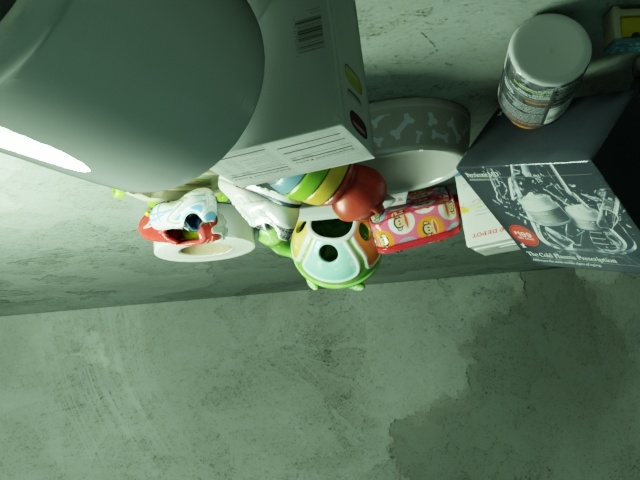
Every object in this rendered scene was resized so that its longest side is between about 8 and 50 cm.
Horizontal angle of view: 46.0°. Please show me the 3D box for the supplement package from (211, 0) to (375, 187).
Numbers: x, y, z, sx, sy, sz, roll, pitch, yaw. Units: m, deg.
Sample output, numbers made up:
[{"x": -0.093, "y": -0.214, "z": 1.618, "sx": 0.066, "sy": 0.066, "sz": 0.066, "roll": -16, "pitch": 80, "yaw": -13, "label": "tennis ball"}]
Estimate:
[{"x": -0.056, "y": -0.229, "z": 1.001, "sx": 0.204, "sy": 0.262, "sz": 0.145, "roll": -11, "pitch": 166, "yaw": 18, "label": "supplement package"}]

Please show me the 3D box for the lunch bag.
[{"x": 0.265, "y": -0.067, "z": 1.980, "sx": 0.258, "sy": 0.120, "sz": 0.293, "roll": -17, "pitch": -170, "yaw": 12, "label": "lunch bag"}]

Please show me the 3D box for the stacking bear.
[{"x": -0.004, "y": -0.131, "z": 1.444, "sx": 0.289, "sy": 0.175, "sz": 0.164, "roll": 27, "pitch": 112, "yaw": -20, "label": "stacking bear"}]

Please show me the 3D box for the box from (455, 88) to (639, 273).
[{"x": 0.501, "y": -0.104, "z": 1.472, "sx": 0.312, "sy": 0.179, "sz": 0.343, "roll": 47, "pitch": 159, "yaw": -24, "label": "box"}]

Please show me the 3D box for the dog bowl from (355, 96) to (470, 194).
[{"x": 0.157, "y": -0.189, "z": 1.620, "sx": 0.349, "sy": 0.102, "sz": 0.349, "roll": -7, "pitch": 167, "yaw": -2, "label": "dog bowl"}]

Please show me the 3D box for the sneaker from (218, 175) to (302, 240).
[{"x": -0.137, "y": -0.076, "z": 1.554, "sx": 0.090, "sy": 0.095, "sz": 0.235, "roll": -1, "pitch": -161, "yaw": -45, "label": "sneaker"}]

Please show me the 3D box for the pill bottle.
[{"x": 0.376, "y": -0.275, "z": 1.298, "sx": 0.130, "sy": 0.130, "sz": 0.245, "roll": -8, "pitch": 167, "yaw": 5, "label": "pill bottle"}]

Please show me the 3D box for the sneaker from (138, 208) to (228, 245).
[{"x": -0.367, "y": -0.036, "z": 1.891, "sx": 0.279, "sy": 0.107, "sz": 0.118, "roll": 0, "pitch": -166, "yaw": 34, "label": "sneaker"}]

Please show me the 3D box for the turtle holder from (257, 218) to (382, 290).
[{"x": 0.016, "y": -0.012, "z": 2.117, "sx": 0.320, "sy": 0.243, "sz": 0.227, "roll": 30, "pitch": 160, "yaw": 21, "label": "turtle holder"}]

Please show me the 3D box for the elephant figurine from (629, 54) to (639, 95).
[{"x": 0.698, "y": -0.287, "z": 1.357, "sx": 0.239, "sy": 0.169, "sz": 0.186, "roll": 1, "pitch": -179, "yaw": -5, "label": "elephant figurine"}]

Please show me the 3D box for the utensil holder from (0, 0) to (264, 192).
[{"x": -0.270, "y": -0.235, "z": 0.773, "sx": 0.327, "sy": 0.327, "sz": 0.385, "roll": -10, "pitch": 169, "yaw": 17, "label": "utensil holder"}]

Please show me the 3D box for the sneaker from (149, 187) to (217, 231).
[{"x": -0.318, "y": -0.053, "z": 1.715, "sx": 0.085, "sy": 0.086, "sz": 0.237, "roll": 3, "pitch": 166, "yaw": -41, "label": "sneaker"}]

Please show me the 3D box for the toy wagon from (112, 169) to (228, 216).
[{"x": -0.331, "y": -0.131, "z": 1.712, "sx": 0.267, "sy": 0.068, "sz": 0.344, "roll": 1, "pitch": 166, "yaw": -27, "label": "toy wagon"}]

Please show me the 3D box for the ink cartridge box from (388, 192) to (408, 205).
[{"x": 0.181, "y": -0.142, "z": 1.852, "sx": 0.052, "sy": 0.088, "sz": 0.122, "roll": -9, "pitch": 167, "yaw": 0, "label": "ink cartridge box"}]

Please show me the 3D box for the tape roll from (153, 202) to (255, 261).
[{"x": -0.326, "y": -0.018, "z": 2.115, "sx": 0.286, "sy": 0.100, "sz": 0.286, "roll": -7, "pitch": 167, "yaw": -2, "label": "tape roll"}]

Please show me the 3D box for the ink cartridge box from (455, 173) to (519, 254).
[{"x": 0.446, "y": -0.096, "z": 1.858, "sx": 0.171, "sy": 0.232, "sz": 0.168, "roll": -12, "pitch": 165, "yaw": 26, "label": "ink cartridge box"}]

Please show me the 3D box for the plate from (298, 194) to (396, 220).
[{"x": 0.011, "y": -0.093, "z": 1.815, "sx": 0.278, "sy": 0.045, "sz": 0.277, "roll": -5, "pitch": -165, "yaw": -12, "label": "plate"}]

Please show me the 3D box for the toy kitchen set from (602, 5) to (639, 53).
[{"x": 0.553, "y": -0.336, "z": 1.137, "sx": 0.166, "sy": 0.122, "sz": 0.207, "roll": -5, "pitch": 166, "yaw": -8, "label": "toy kitchen set"}]
